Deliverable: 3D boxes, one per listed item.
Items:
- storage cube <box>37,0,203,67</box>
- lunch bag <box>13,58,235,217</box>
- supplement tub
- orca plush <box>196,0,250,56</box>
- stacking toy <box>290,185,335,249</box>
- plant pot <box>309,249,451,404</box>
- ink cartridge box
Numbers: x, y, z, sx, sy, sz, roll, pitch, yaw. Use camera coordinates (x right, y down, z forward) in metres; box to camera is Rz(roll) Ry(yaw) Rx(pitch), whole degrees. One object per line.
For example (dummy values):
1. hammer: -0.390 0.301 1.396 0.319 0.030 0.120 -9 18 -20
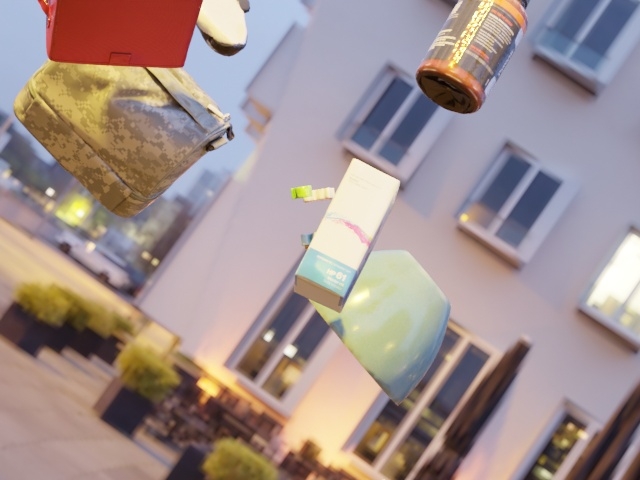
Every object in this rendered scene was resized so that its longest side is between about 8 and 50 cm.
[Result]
1. storage cube: -0.265 -0.361 1.719 0.215 0.183 0.193 2 -31 -18
2. lunch bag: -0.311 -0.219 2.117 0.305 0.212 0.256 47 -38 -5
3. supplement tub: 0.220 -0.280 1.794 0.106 0.197 0.106 29 -17 10
4. orca plush: -0.236 -0.439 2.374 0.287 0.151 0.102 49 -45 7
5. stacking toy: 0.000 0.000 1.997 0.052 0.166 0.221 -9 -2 6
6. plant pot: 0.123 0.129 2.374 0.290 0.195 0.290 51 -1 1
7. ink cartridge box: 0.024 -0.003 1.193 0.052 0.122 0.088 25 -12 4
